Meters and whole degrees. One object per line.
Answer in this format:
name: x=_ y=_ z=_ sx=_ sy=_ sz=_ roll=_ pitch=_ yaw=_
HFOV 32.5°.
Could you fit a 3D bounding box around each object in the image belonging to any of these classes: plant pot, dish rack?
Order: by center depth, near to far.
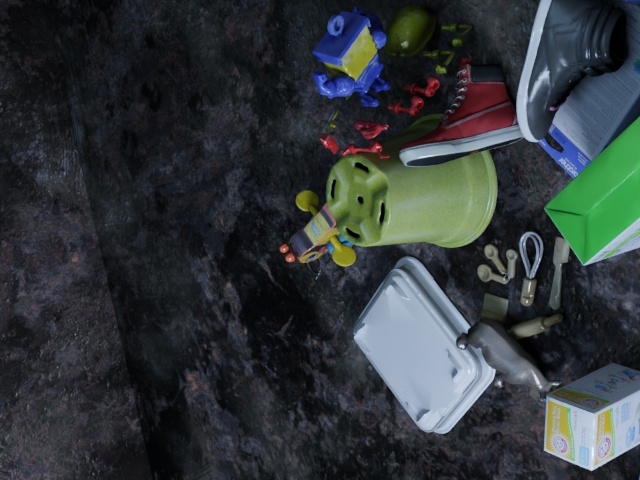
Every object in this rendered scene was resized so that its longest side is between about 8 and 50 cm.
plant pot: x=0.160 y=-0.098 z=2.155 sx=0.276 sy=0.254 sz=0.276 roll=17 pitch=114 yaw=45
dish rack: x=0.202 y=0.233 z=2.352 sx=0.333 sy=0.072 sz=0.285 roll=52 pitch=134 yaw=24

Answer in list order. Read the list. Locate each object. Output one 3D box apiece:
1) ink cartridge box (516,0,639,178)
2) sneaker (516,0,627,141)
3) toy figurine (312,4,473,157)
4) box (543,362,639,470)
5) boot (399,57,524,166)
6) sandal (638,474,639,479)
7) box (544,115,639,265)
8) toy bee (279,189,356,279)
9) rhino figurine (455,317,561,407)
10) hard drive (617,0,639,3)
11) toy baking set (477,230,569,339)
ink cartridge box: x=0.476 y=-0.274 z=1.884 sx=0.185 sy=0.065 sz=0.311 roll=51 pitch=132 yaw=29
sneaker: x=0.420 y=-0.275 z=1.825 sx=0.147 sy=0.104 sz=0.295 roll=24 pitch=130 yaw=26
toy figurine: x=0.098 y=-0.355 z=2.036 sx=0.191 sy=0.362 sz=0.217 roll=21 pitch=159 yaw=43
box: x=0.494 y=0.306 z=1.927 sx=0.103 sy=0.203 sz=0.114 roll=17 pitch=114 yaw=46
boot: x=0.242 y=-0.241 z=2.041 sx=0.088 sy=0.244 sz=0.176 roll=145 pitch=108 yaw=-76
sandal: x=0.608 y=0.432 z=1.904 sx=0.138 sy=0.126 sz=0.317 roll=53 pitch=134 yaw=31
box: x=0.533 y=-0.094 z=1.740 sx=0.126 sy=0.231 sz=0.262 roll=59 pitch=138 yaw=19
toy bee: x=0.000 y=0.000 z=2.445 sx=0.195 sy=0.162 sz=0.298 roll=38 pitch=128 yaw=34
rhino figurine: x=0.376 y=0.246 z=2.130 sx=0.243 sy=0.073 sz=0.106 roll=43 pitch=151 yaw=12
hard drive: x=0.562 y=-0.467 z=1.696 sx=0.319 sy=0.040 sz=0.210 roll=18 pitch=104 yaw=40
toy baking set: x=0.389 y=0.089 z=2.118 sx=0.256 sy=0.030 sz=0.196 roll=-21 pitch=85 yaw=50
